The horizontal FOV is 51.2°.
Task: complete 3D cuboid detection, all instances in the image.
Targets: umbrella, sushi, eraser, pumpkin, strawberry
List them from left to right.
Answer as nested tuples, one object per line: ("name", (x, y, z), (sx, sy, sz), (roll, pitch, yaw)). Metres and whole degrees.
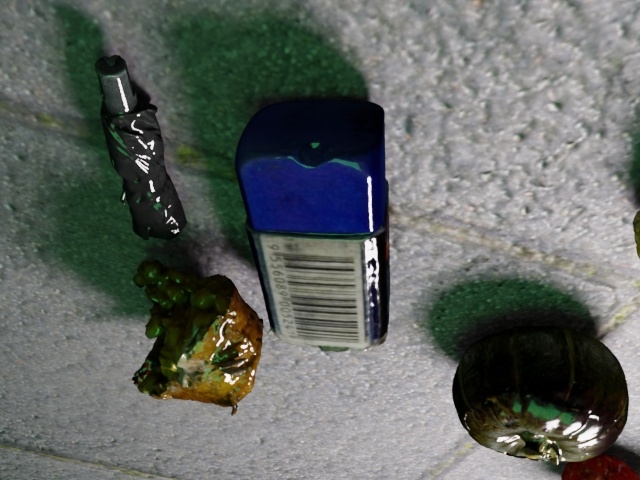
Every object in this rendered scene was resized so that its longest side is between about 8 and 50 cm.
("umbrella", (-0.191, -0.091, 0.709), (0.066, 0.059, 0.236), (-12, 138, -11))
("sushi", (-0.172, 0.130, 0.878), (0.179, 0.167, 0.296), (16, 167, -18))
("eraser", (0.000, 0.000, 0.753), (0.154, 0.102, 0.332), (2, 138, 8))
("pumpkin", (0.300, 0.218, 0.915), (0.237, 0.159, 0.238), (2, 144, 2))
("strawberry", (0.514, 0.458, 1.165), (0.233, 0.178, 0.234), (-17, 171, -3))

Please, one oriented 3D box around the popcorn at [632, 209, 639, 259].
("popcorn", (0.381, -0.002, 0.684), (0.106, 0.116, 0.121), (-22, 134, 5))
